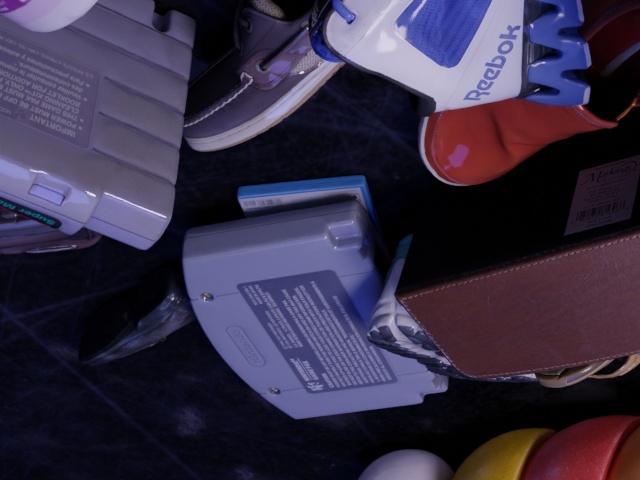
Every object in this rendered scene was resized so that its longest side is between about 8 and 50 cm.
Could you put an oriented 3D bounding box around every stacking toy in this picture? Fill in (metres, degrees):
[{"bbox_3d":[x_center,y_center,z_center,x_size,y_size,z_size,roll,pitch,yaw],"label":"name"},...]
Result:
[{"bbox_3d":[0.251,0.317,1.702,0.480,0.350,0.350,3,146,29],"label":"stacking toy"}]

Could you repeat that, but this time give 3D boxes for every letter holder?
[{"bbox_3d":[0.255,0.030,1.339,0.302,0.152,0.214,-16,126,33],"label":"letter holder"}]

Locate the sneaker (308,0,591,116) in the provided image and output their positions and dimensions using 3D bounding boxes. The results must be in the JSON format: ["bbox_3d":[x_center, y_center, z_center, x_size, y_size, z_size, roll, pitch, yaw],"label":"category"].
[{"bbox_3d":[0.068,-0.200,1.047,0.182,0.127,0.315,-17,125,0],"label":"sneaker"}]

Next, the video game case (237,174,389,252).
[{"bbox_3d":[0.000,0.000,1.494,0.119,0.015,0.166,-5,142,12],"label":"video game case"}]

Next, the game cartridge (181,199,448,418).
[{"bbox_3d":[-0.010,0.073,1.537,0.198,0.062,0.297,-6,142,20],"label":"game cartridge"}]

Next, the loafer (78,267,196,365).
[{"bbox_3d":[-0.180,0.088,1.595,0.061,0.062,0.170,27,139,-34],"label":"loafer"}]

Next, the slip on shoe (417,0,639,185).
[{"bbox_3d":[0.191,-0.128,1.236,0.123,0.101,0.331,25,140,-28],"label":"slip on shoe"}]

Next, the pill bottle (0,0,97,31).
[{"bbox_3d":[-0.262,-0.278,1.030,0.301,0.169,0.169,31,136,-30],"label":"pill bottle"}]

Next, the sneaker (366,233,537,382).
[{"bbox_3d":[0.144,0.072,1.502,0.107,0.110,0.275,3,164,31],"label":"sneaker"}]

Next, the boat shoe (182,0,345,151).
[{"bbox_3d":[-0.019,-0.169,1.210,0.285,0.103,0.092,-30,126,32],"label":"boat shoe"}]

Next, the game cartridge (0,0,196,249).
[{"bbox_3d":[-0.266,-0.142,1.159,0.355,0.230,0.068,23,140,-22],"label":"game cartridge"}]

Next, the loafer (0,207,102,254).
[{"bbox_3d":[-0.345,-0.015,1.443,0.303,0.109,0.095,-4,146,6],"label":"loafer"}]

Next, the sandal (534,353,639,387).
[{"bbox_3d":[0.275,0.099,1.479,0.072,0.180,0.049,-1,111,50],"label":"sandal"}]
